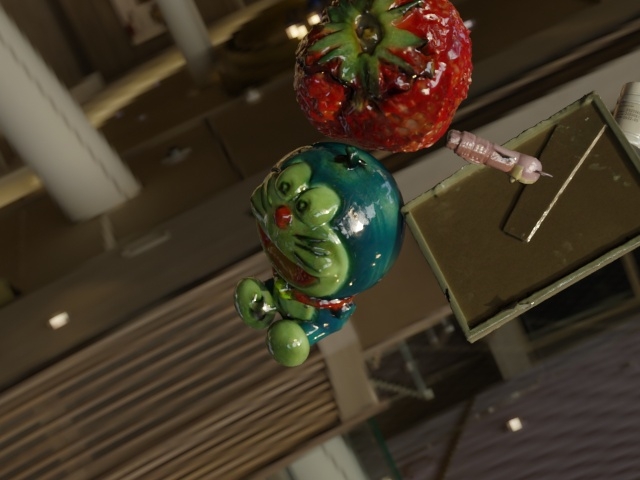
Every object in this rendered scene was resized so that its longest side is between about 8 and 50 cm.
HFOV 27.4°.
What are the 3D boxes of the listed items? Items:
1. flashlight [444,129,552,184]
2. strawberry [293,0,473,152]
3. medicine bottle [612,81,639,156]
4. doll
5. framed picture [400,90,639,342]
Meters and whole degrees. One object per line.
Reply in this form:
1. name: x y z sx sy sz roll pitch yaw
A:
1. flashlight: 0.175 -0.080 1.303 0.052 0.110 0.031 -121 -129 -82
2. strawberry: 0.103 -0.238 1.882 0.250 0.288 0.239 26 -100 31
3. medicine bottle: 0.431 -0.166 1.810 0.058 0.058 0.091 -2 -116 55
4. doll: 0.001 0.001 1.697 0.186 0.198 0.322 -22 150 -34
5. framed picture: 0.250 -0.031 1.546 0.281 0.209 0.019 -30 150 10
